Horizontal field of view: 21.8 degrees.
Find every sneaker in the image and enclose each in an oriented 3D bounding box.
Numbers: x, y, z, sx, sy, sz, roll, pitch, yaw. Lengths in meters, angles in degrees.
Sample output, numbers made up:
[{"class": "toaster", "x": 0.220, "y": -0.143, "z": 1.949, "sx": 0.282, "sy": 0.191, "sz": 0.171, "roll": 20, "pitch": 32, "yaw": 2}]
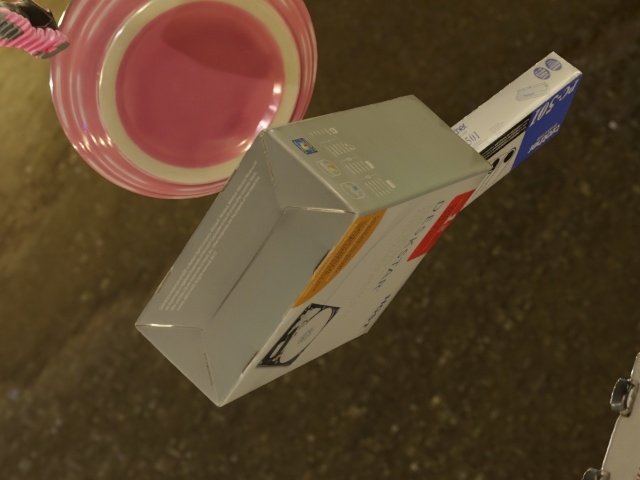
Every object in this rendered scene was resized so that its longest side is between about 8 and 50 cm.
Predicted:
[{"class": "sneaker", "x": -0.293, "y": -0.217, "z": 1.615, "sx": 0.047, "sy": 0.119, "sz": 0.057, "roll": -24, "pitch": 72, "yaw": 19}]

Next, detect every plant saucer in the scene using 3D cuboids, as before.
[{"class": "plant saucer", "x": -0.155, "y": -0.198, "z": 1.996, "sx": 0.332, "sy": 0.332, "sz": 0.084, "roll": -54, "pitch": 30, "yaw": 7}]

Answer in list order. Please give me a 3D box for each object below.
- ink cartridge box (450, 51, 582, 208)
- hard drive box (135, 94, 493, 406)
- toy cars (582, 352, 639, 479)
[{"class": "ink cartridge box", "x": 0.191, "y": -0.111, "z": 1.770, "sx": 0.207, "sy": 0.046, "sz": 0.097, "roll": -37, "pitch": -24, "yaw": -35}, {"class": "hard drive box", "x": 0.000, "y": 0.000, "z": 1.188, "sx": 0.181, "sy": 0.089, "sz": 0.232, "roll": -55, "pitch": -16, "yaw": 26}, {"class": "toy cars", "x": 0.363, "y": 0.303, "z": 1.598, "sx": 0.176, "sy": 0.087, "sz": 0.394, "roll": -25, "pitch": 76, "yaw": 19}]
